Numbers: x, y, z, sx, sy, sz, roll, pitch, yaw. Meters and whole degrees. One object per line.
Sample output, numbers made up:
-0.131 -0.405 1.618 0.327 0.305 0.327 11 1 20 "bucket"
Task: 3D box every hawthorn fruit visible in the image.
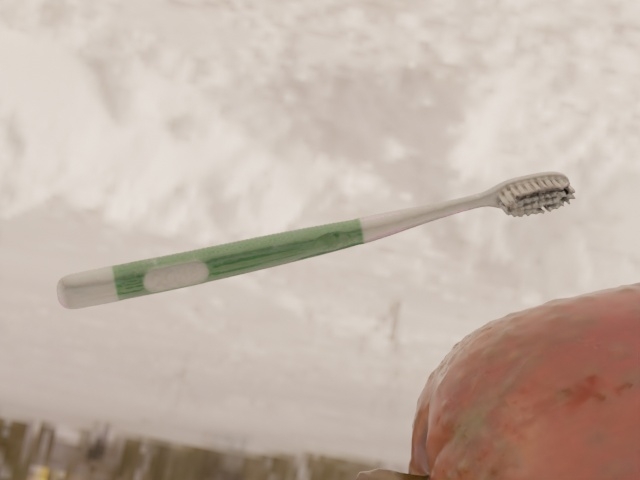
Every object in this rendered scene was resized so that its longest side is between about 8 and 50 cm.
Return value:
0.165 0.155 1.018 0.299 0.275 0.275 7 172 -5 "hawthorn fruit"

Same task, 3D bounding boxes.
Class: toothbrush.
0.000 0.000 0.888 0.257 0.018 0.024 -11 -156 -7 "toothbrush"
